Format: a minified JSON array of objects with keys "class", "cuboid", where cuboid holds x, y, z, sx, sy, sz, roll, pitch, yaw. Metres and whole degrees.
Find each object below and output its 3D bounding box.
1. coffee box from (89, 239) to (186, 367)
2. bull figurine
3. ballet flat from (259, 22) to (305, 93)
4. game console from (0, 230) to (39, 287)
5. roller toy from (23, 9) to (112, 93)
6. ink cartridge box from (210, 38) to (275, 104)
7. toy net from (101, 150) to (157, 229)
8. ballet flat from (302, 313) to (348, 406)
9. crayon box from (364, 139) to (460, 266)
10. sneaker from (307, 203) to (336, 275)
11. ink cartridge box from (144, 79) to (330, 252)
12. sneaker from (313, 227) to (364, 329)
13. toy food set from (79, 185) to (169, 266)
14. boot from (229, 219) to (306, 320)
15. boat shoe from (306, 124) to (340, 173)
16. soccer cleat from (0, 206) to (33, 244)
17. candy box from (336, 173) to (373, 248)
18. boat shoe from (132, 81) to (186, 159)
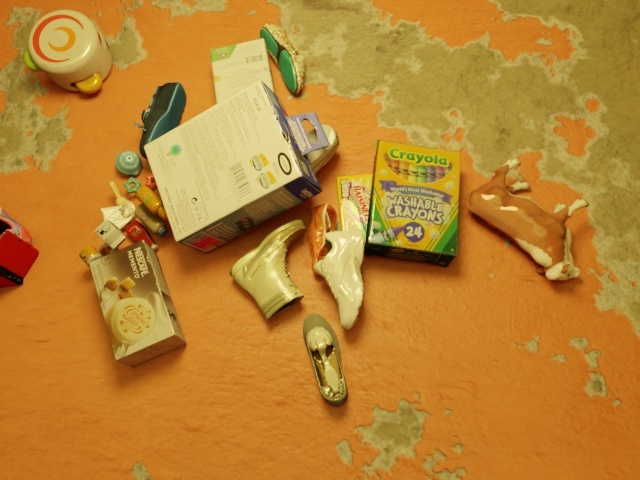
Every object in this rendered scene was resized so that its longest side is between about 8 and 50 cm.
[{"class":"coffee box","cuboid":[-0.419,0.144,1.247,0.141,0.098,0.247,-22,68,-5]},{"class":"bull figurine","cuboid":[0.493,-0.047,1.261,0.310,0.101,0.188,39,72,15]},{"class":"ballet flat","cuboid":[-0.088,-0.512,1.505,0.077,0.091,0.241,-18,70,-27]},{"class":"game console","cuboid":[-0.764,0.048,1.288,0.124,0.144,0.085,-9,67,1]},{"class":"roller toy","cuboid":[-0.688,-0.523,1.515,0.209,0.146,0.191,19,79,5]},{"class":"ink cartridge box","cuboid":[-0.204,-0.420,1.467,0.154,0.093,0.213,-11,66,0]},{"class":"toy net","cuboid":[-0.485,-0.122,1.396,0.122,0.045,0.232,16,70,-19]},{"class":"ballet flat","cuboid":[0.012,0.253,1.188,0.072,0.068,0.213,-17,67,-3]},{"class":"crayon box","cuboid":[0.223,-0.113,1.300,0.203,0.083,0.323,8,67,0]},{"class":"sneaker","cuboid":[0.000,0.000,1.306,0.067,0.064,0.175,-7,69,41]},{"class":"ink cartridge box","cuboid":[-0.179,-0.180,1.272,0.395,0.151,0.270,-27,73,13]},{"class":"sneaker","cuboid":[0.041,0.086,1.235,0.115,0.090,0.232,1,72,0]},{"class":"toy food set","cuboid":[-0.452,-0.006,1.305,0.104,0.111,0.232,41,83,16]},{"class":"boot","cuboid":[-0.085,0.067,1.268,0.213,0.077,0.165,-39,70,-6]},{"class":"boat shoe","cuboid":[-0.062,-0.182,1.362,0.267,0.088,0.096,-43,70,6]},{"class":"soccer cleat","cuboid":[-0.823,-0.050,1.353,0.248,0.095,0.083,30,73,20]},{"class":"candy box","cuboid":[0.100,-0.067,1.335,0.105,0.027,0.206,-5,68,-2]},{"class":"boat shoe","cuboid":[-0.432,-0.313,1.448,0.088,0.109,0.258,3,51,13]}]
